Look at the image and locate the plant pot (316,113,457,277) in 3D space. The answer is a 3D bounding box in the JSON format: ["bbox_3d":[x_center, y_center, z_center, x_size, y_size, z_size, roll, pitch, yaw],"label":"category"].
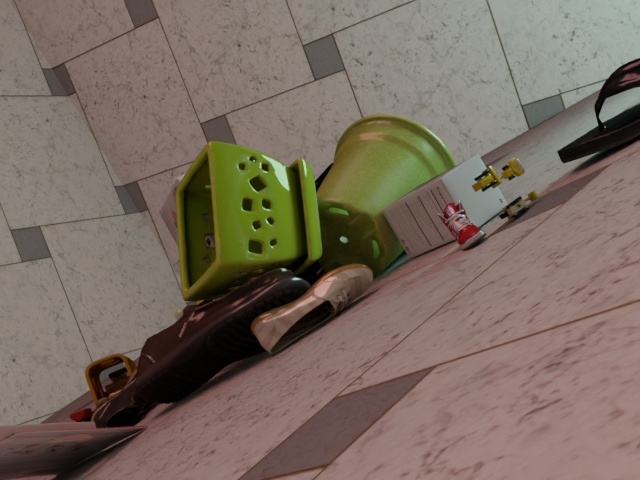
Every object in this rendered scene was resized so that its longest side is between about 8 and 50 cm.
[{"bbox_3d":[0.096,-0.062,1.738,0.276,0.276,0.254,-29,15,43],"label":"plant pot"}]

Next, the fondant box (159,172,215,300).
[{"bbox_3d":[-0.190,0.033,1.823,0.096,0.330,0.238,-29,-4,-23],"label":"fondant box"}]

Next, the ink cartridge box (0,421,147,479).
[{"bbox_3d":[-0.458,0.320,1.456,0.239,0.060,0.275,-31,-23,25],"label":"ink cartridge box"}]

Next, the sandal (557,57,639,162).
[{"bbox_3d":[0.561,-0.265,1.421,0.446,0.107,0.167,-31,2,18],"label":"sandal"}]

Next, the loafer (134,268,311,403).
[{"bbox_3d":[-0.182,0.141,1.558,0.366,0.130,0.134,-31,-40,16],"label":"loafer"}]

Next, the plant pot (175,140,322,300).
[{"bbox_3d":[-0.125,-0.025,1.611,0.207,0.227,0.228,2,-20,-25],"label":"plant pot"}]

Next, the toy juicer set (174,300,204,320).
[{"bbox_3d":[-0.240,0.182,2.285,0.329,0.089,0.209,-26,-15,38],"label":"toy juicer set"}]

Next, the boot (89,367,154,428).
[{"bbox_3d":[-0.337,0.297,1.720,0.198,0.077,0.137,-46,12,-22],"label":"boot"}]

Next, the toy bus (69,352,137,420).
[{"bbox_3d":[-0.417,0.287,1.876,0.202,0.104,0.191,-30,-13,36],"label":"toy bus"}]

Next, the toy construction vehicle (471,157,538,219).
[{"bbox_3d":[0.276,-0.075,1.362,0.098,0.086,0.035,-34,-3,-35],"label":"toy construction vehicle"}]

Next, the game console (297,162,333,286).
[{"bbox_3d":[0.018,-0.003,1.882,0.044,0.213,0.361,-22,19,41],"label":"game console"}]

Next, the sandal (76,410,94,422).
[{"bbox_3d":[-0.510,0.400,2.008,0.067,0.040,0.179,-32,2,-14],"label":"sandal"}]

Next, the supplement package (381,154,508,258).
[{"bbox_3d":[0.210,-0.056,1.561,0.105,0.105,0.179,-32,2,-34],"label":"supplement package"}]

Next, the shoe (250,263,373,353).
[{"bbox_3d":[-0.005,0.112,1.472,0.219,0.058,0.076,-29,-43,-5],"label":"shoe"}]

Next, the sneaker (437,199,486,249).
[{"bbox_3d":[0.209,-0.025,1.357,0.042,0.067,0.118,-32,2,0],"label":"sneaker"}]
